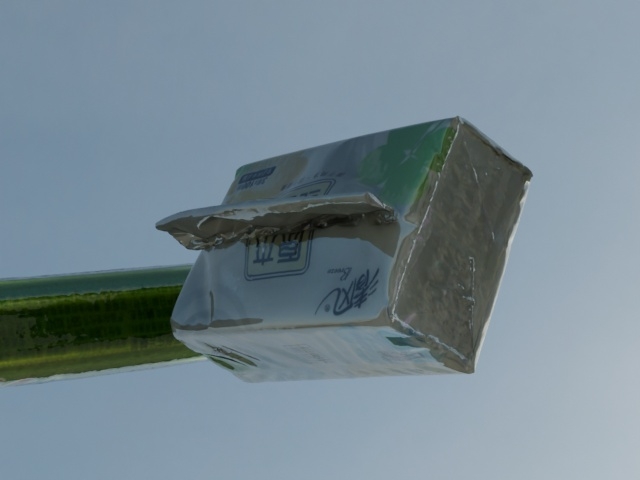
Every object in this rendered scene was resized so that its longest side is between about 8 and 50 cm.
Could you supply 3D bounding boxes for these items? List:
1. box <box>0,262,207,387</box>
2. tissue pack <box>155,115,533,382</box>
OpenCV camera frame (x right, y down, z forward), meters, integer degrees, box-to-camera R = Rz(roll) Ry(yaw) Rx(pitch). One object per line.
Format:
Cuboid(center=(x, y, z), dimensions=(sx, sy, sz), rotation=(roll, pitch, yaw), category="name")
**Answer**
Cuboid(center=(-0.213, 0.067, 0.987), dimensions=(0.346, 0.134, 0.097), rotation=(-4, -97, -34), category="box")
Cuboid(center=(0.000, 0.000, 0.835), dimensions=(0.229, 0.159, 0.145), rotation=(-8, -36, 47), category="tissue pack")
